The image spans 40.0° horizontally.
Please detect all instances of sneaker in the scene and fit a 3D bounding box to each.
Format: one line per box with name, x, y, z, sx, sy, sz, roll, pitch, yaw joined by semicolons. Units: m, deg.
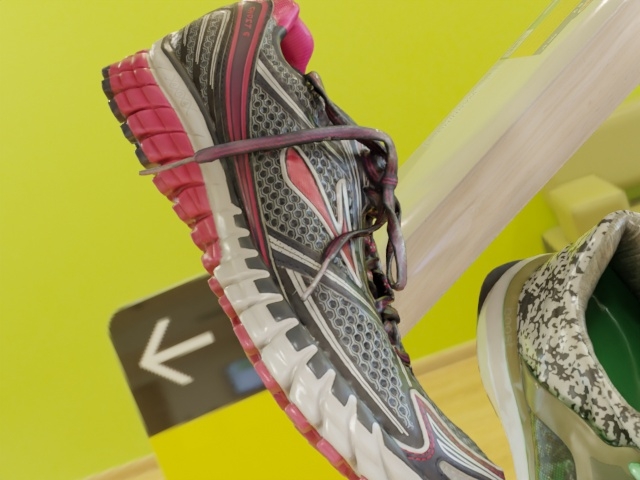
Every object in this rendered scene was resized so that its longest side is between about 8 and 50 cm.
sneaker;0.000;0.000;0.425;0.112;0.299;0.121;-31;-19;-1
sneaker;0.203;0.160;0.539;0.158;0.410;0.182;-8;-28;-10

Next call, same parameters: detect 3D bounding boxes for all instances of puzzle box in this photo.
puzzle box;0.169;-0.110;0.738;0.409;0.052;0.272;-48;7;7
